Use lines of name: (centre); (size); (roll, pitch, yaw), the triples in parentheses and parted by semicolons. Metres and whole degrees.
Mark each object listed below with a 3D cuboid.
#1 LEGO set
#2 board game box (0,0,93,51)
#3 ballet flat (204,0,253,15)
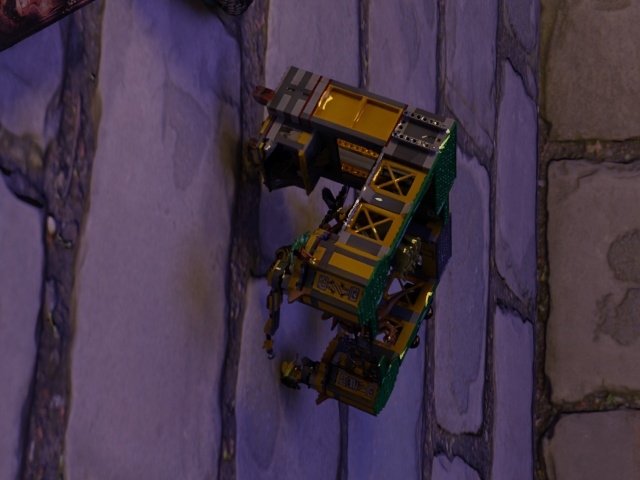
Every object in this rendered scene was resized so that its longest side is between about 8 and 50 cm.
LEGO set: (0.000, 0.000, 1.175); (0.255, 0.192, 0.331); (-65, 163, -15)
board game box: (-0.215, -0.255, 0.805); (0.165, 0.042, 0.243); (-52, 134, -57)
ballet flat: (-0.085, -0.365, 0.945); (0.483, 0.182, 0.164); (62, 26, -46)
